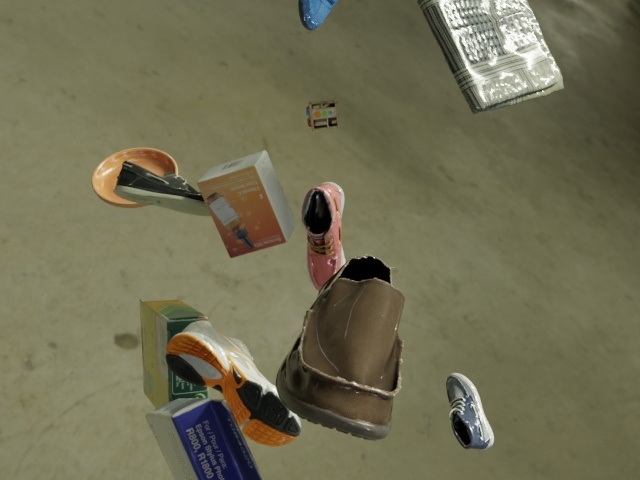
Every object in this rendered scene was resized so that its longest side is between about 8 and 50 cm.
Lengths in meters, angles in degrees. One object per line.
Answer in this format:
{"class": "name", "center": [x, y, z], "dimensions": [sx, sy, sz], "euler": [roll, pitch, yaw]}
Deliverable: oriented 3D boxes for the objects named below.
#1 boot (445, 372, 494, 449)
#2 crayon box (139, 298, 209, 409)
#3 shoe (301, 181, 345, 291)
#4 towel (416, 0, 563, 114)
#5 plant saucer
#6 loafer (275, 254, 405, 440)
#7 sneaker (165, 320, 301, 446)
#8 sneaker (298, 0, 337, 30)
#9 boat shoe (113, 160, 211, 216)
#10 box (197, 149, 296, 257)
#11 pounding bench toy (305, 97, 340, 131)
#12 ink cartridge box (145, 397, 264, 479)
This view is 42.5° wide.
{"class": "boot", "center": [0.320, 0.380, 1.851], "dimensions": [0.086, 0.069, 0.190], "euler": [15, 39, -46]}
{"class": "crayon box", "center": [-0.293, 0.227, 1.621], "dimensions": [0.081, 0.202, 0.318], "euler": [-3, 5, -22]}
{"class": "shoe", "center": [0.000, 0.000, 1.272], "dimensions": [0.063, 0.178, 0.081], "euler": [6, 9, 17]}
{"class": "towel", "center": [0.333, -0.412, 1.598], "dimensions": [0.324, 0.056, 0.312], "euler": [-21, 84, -42]}
{"class": "plant saucer", "center": [-0.432, -0.142, 1.926], "dimensions": [0.199, 0.037, 0.200], "euler": [-1, 45, 1]}
{"class": "loafer", "center": [0.032, 0.103, 0.966], "dimensions": [0.133, 0.130, 0.366], "euler": [17, 16, -4]}
{"class": "sneaker", "center": [-0.127, 0.223, 1.355], "dimensions": [0.262, 0.099, 0.121], "euler": [44, 21, -7]}
{"class": "sneaker", "center": [0.024, -0.486, 1.520], "dimensions": [0.082, 0.209, 0.069], "euler": [14, -12, 36]}
{"class": "boat shoe", "center": [-0.300, -0.104, 1.684], "dimensions": [0.233, 0.084, 0.079], "euler": [14, 71, -7]}
{"class": "box", "center": [-0.143, -0.071, 1.622], "dimensions": [0.091, 0.130, 0.171], "euler": [-67, 137, -64]}
{"class": "pounding bench toy", "center": [0.004, -0.257, 1.666], "dimensions": [0.065, 0.052, 0.083], "euler": [-7, 21, 1]}
{"class": "ink cartridge box", "center": [-0.129, 0.376, 1.135], "dimensions": [0.071, 0.330, 0.324], "euler": [-24, 88, -21]}
